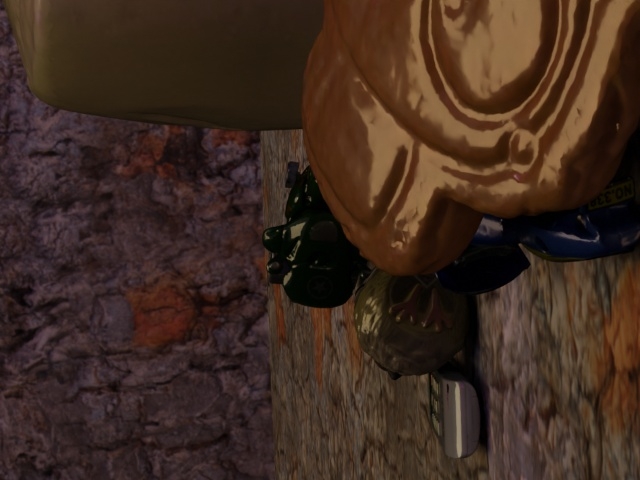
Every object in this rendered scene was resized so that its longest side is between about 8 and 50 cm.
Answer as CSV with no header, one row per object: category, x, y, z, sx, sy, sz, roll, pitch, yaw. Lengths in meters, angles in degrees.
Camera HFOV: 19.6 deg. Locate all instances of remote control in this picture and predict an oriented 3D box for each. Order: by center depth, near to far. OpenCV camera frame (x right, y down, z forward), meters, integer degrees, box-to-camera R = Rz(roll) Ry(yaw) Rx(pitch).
remote control,0.105,0.132,1.488,0.166,0.029,0.065,-115,22,-85

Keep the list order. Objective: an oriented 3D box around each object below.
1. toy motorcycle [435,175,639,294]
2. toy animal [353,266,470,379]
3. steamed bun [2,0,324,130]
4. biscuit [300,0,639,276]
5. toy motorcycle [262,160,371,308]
toy motorcycle,0.106,-0.045,1.100,0.315,0.113,0.169,-169,66,-75
toy animal,0.074,0.045,1.475,0.098,0.098,0.137,107,176,-71
steamed bun,-0.075,-0.233,1.438,0.456,0.371,0.290,-100,8,-67
biscuit,0.085,-0.146,0.948,0.269,0.051,0.376,56,133,38
toy motorcycle,0.000,0.000,1.991,0.275,0.125,0.187,100,176,-70
